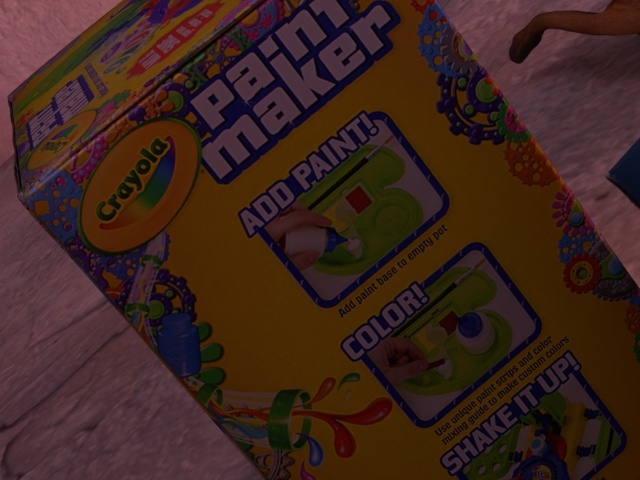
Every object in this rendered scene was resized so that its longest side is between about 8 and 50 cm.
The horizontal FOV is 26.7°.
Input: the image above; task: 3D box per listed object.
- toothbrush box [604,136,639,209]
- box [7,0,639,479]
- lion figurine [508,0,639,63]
[{"bbox_3d":[0.249,-0.099,0.426,0.295,0.126,0.216,-50,-11,22],"label":"toothbrush box"},{"bbox_3d":[0.000,0.000,0.674,0.177,0.279,0.290,-40,20,-2],"label":"box"},{"bbox_3d":[0.298,-0.238,0.940,0.392,0.142,0.240,-49,24,14],"label":"lion figurine"}]
